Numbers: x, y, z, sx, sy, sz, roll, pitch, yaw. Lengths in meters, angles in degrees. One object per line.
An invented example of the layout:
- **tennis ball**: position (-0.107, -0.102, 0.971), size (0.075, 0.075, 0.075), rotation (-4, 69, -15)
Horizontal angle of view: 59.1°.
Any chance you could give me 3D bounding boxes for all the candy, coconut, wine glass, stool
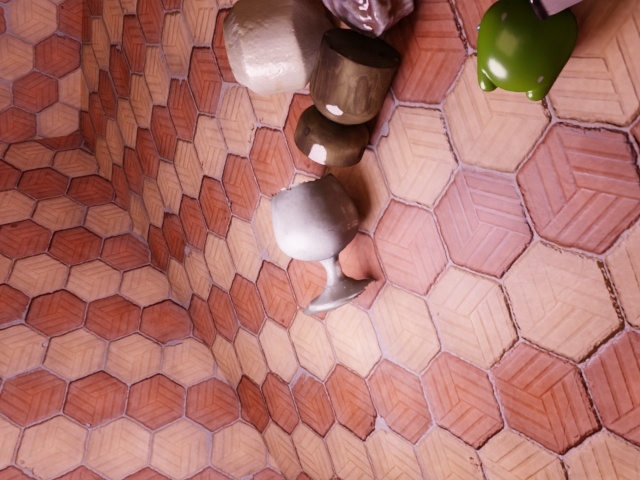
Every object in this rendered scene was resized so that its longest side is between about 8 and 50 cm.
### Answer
- **candy**: position (0.074, -0.553, 1.171), size (0.290, 0.157, 0.214), rotation (51, 170, 25)
- **coconut**: position (-0.094, -0.485, 1.380), size (0.237, 0.265, 0.238), rotation (-14, -90, -85)
- **wine glass**: position (0.000, 0.000, 1.461), size (0.238, 0.238, 0.323), rotation (-17, 96, 54)
- **stool**: position (0.055, -0.325, 1.297), size (0.179, 0.179, 0.264), rotation (49, 138, 28)

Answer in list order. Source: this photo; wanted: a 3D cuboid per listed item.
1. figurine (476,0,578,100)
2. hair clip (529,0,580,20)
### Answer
- **figurine**: position (0.347, -0.371, 0.930), size (0.162, 0.143, 0.264), rotation (14, 107, 9)
- **hair clip**: position (0.439, -0.420, 0.749), size (0.330, 0.085, 0.101), rotation (-15, 56, 34)
